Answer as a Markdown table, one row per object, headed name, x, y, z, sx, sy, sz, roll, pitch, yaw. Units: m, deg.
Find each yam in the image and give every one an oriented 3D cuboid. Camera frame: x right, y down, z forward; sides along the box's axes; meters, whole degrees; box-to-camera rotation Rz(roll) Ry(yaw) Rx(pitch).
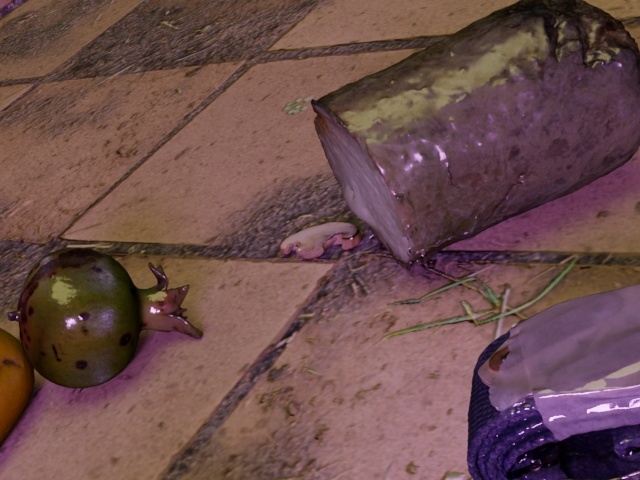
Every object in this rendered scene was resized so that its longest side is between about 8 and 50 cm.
| name | x | y | z | sx | sy | sz | roll | pitch | yaw |
| --- | --- | --- | --- | --- | --- | --- | --- | --- | --- |
| yam | 0.161 | -0.112 | 1.174 | 0.300 | 0.195 | 0.195 | -26 | 28 | -3 |

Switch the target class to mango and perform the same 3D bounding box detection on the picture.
| name | x | y | z | sx | sy | sz | roll | pitch | yaw |
| --- | --- | --- | --- | --- | --- | --- | --- | --- | --- |
| mango | -0.357 | 0.161 | 1.189 | 0.137 | 0.098 | 0.195 | -16 | 33 | 5 |

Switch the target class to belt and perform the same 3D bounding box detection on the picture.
| name | x | y | z | sx | sy | sz | roll | pitch | yaw |
| --- | --- | --- | --- | --- | --- | --- | --- | --- | --- |
| belt | 0.212 | 0.115 | 0.800 | 0.230 | 0.139 | 0.126 | -12 | 29 | 16 |

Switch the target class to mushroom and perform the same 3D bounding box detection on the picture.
| name | x | y | z | sx | sy | sz | roll | pitch | yaw |
| --- | --- | --- | --- | --- | --- | --- | --- | --- | --- |
| mushroom | 0.000 | 0.000 | 1.283 | 0.101 | 0.019 | 0.049 | -6 | 31 | 33 |

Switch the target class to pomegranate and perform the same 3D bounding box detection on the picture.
| name | x | y | z | sx | sy | sz | roll | pitch | yaw |
| --- | --- | --- | --- | --- | --- | --- | --- | --- | --- |
| pomegranate | -0.225 | 0.068 | 1.214 | 0.169 | 0.148 | 0.148 | -26 | 27 | -20 |
